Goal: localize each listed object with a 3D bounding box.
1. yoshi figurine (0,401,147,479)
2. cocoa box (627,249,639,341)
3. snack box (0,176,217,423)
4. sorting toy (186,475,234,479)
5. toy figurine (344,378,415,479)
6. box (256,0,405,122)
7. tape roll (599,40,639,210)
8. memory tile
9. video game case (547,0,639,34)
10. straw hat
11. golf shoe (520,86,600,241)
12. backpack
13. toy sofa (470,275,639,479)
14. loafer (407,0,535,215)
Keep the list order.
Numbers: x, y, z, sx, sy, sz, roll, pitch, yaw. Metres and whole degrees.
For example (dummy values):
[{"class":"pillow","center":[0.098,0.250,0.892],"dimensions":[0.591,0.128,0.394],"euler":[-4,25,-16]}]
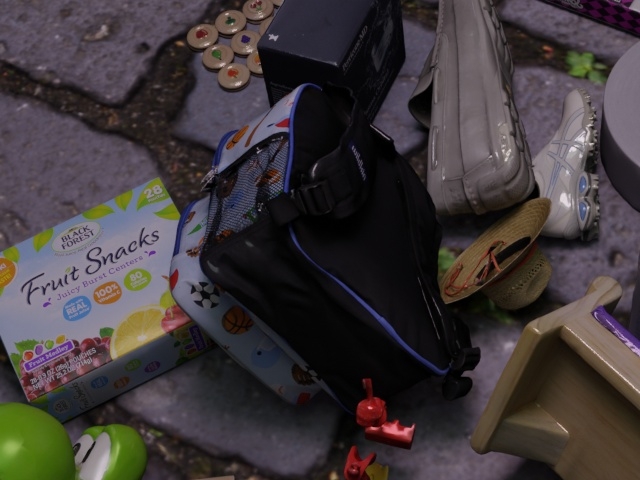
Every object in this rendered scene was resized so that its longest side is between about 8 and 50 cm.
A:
[{"class":"yoshi figurine","center":[-0.282,0.282,1.040],"dimensions":[0.204,0.203,0.362],"euler":[13,56,23]},{"class":"cocoa box","center":[0.465,0.025,1.075],"dimensions":[0.347,0.231,0.228],"euler":[-35,59,-15]},{"class":"snack box","center":[-0.210,0.058,1.247],"dimensions":[0.207,0.070,0.174],"euler":[-25,57,-10]},{"class":"sorting toy","center":[-0.091,0.239,1.144],"dimensions":[0.083,0.012,0.062],"euler":[-7,51,7]},{"class":"toy figurine","center":[0.096,0.305,0.978],"dimensions":[0.217,0.191,0.362],"euler":[12,60,10]},{"class":"box","center":[0.016,-0.196,1.330],"dimensions":[0.093,0.158,0.156],"euler":[17,61,18]},{"class":"tape roll","center":[0.390,-0.114,1.275],"dimensions":[0.219,0.072,0.219],"euler":[-4,57,6]},{"class":"memory tile","center":[-0.068,-0.233,1.453],"dimensions":[0.148,0.012,0.113],"euler":[-29,58,-12]},{"class":"video game case","center":[0.319,-0.345,1.455],"dimensions":[0.232,0.042,0.210],"euler":[27,63,23]},{"class":"straw hat","center":[0.181,0.030,1.210],"dimensions":[0.061,0.144,0.144],"euler":[47,68,-11]},{"class":"golf shoe","center":[0.236,-0.081,1.280],"dimensions":[0.086,0.069,0.176],"euler":[-1,55,14]},{"class":"backpack","center":[0.000,0.000,1.155],"dimensions":[0.213,0.276,0.263],"euler":[-22,36,27]},{"class":"toy sofa","center":[0.311,0.195,0.998],"dimensions":[0.177,0.150,0.362],"euler":[-20,52,-37]},{"class":"loafer","center":[0.141,-0.160,1.317],"dimensions":[0.111,0.112,0.319],"euler":[-17,47,18]}]
